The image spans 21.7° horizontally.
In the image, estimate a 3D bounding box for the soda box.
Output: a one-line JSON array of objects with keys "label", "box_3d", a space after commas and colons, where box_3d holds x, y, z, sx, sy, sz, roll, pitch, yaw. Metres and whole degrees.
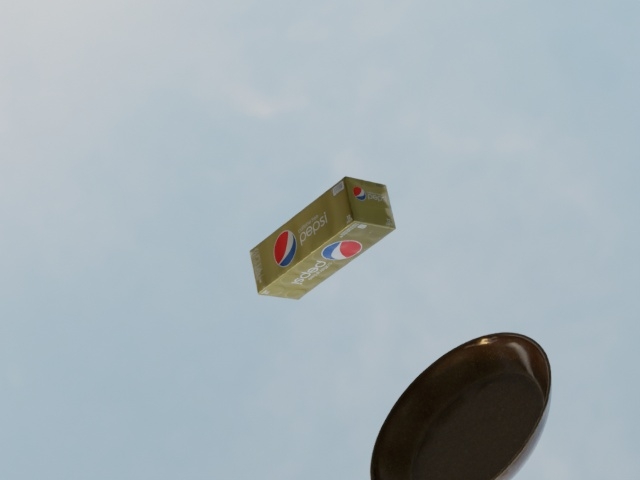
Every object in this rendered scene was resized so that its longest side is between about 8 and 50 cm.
[{"label": "soda box", "box_3d": [0.000, 0.000, 1.836, 0.181, 0.061, 0.058, -36, -125, 42]}]

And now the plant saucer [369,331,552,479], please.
[{"label": "plant saucer", "box_3d": [0.131, 0.170, 1.477, 0.199, 0.036, 0.198, -33, -150, 22]}]
